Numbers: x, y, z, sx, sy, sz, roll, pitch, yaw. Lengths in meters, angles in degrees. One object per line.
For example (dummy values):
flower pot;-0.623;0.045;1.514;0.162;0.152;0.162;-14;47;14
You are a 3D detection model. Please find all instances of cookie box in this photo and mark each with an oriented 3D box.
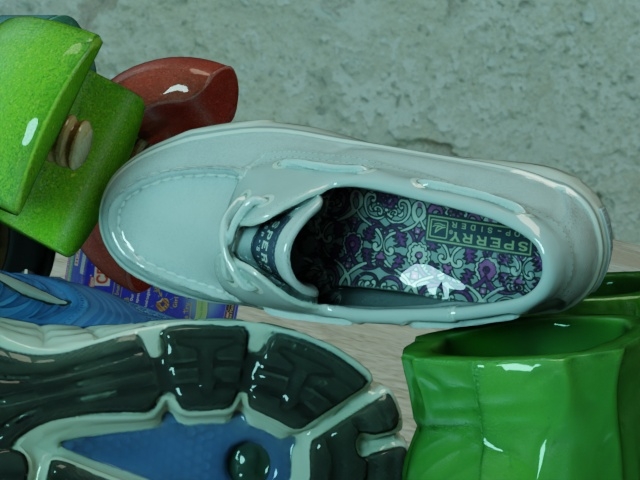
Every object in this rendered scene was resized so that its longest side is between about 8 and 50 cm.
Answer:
cookie box;-0.103;0.011;1.155;0.107;0.092;0.040;9;5;-26

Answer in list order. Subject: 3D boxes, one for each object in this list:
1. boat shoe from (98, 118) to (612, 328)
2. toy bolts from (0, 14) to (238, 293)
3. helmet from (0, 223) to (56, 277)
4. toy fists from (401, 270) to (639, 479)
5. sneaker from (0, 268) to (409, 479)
boat shoe;0.000;0.000;0.600;0.184;0.066;0.063;11;12;23
toy bolts;-0.122;-0.094;0.705;0.158;0.218;0.228;23;-12;10
helmet;-0.214;-0.010;0.862;0.169;0.169;0.161;15;24;22
toy fists;0.078;0.093;0.634;0.096;0.142;0.279;-3;3;14
sneaker;-0.141;0.065;0.660;0.330;0.130;0.147;15;-7;-11
